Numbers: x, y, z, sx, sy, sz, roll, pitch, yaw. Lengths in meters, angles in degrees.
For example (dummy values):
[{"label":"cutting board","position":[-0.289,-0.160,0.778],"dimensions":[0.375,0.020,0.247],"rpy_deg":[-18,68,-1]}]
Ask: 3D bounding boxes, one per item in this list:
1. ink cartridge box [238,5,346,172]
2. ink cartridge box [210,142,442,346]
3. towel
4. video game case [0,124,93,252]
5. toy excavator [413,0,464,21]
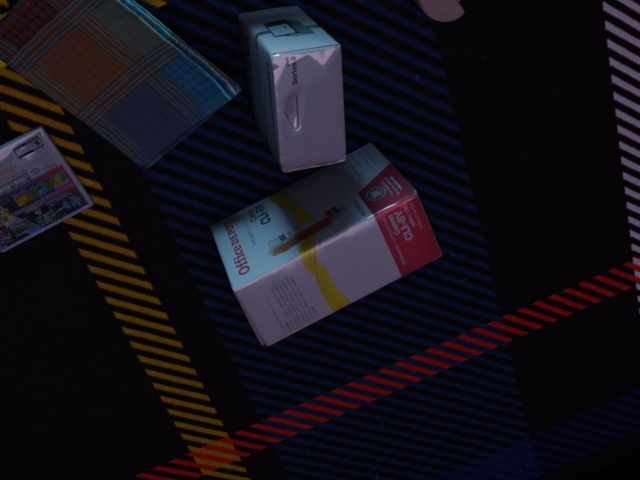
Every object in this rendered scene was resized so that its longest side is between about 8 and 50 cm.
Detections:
[{"label":"ink cartridge box","position":[-0.052,-0.273,1.467],"dimensions":[0.121,0.289,0.211],"rpy_deg":[-11,120,-11]},{"label":"ink cartridge box","position":[0.000,0.000,1.636],"dimensions":[0.385,0.279,0.160],"rpy_deg":[-28,121,-1]},{"label":"towel","position":[-0.362,-0.297,1.448],"dimensions":[0.271,0.040,0.370],"rpy_deg":[-32,127,29]},{"label":"video game case","position":[-0.562,-0.095,1.562],"dimensions":[0.201,0.023,0.183],"rpy_deg":[-28,122,-2]},{"label":"toy excavator","position":[0.342,-0.644,1.457],"dimensions":[0.433,0.222,0.445],"rpy_deg":[-20,130,-5]}]
